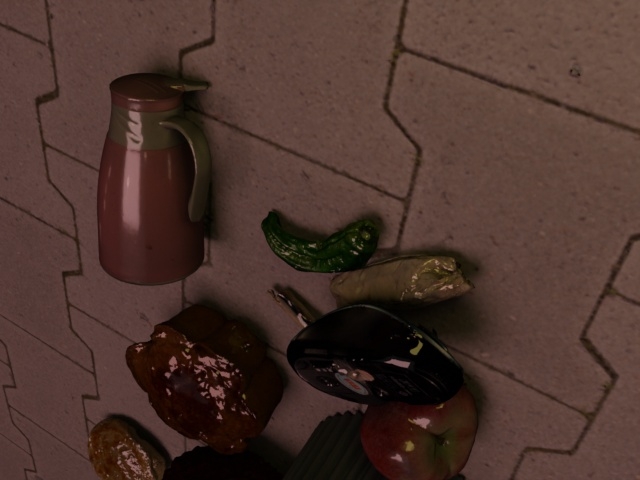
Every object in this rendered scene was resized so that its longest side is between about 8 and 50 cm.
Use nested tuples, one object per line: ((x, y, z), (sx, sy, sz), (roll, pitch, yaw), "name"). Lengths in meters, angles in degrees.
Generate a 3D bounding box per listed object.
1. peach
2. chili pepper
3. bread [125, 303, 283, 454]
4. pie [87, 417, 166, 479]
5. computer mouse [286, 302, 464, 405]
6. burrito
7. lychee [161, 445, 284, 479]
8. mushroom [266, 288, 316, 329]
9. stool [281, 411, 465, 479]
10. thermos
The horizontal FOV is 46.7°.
((0.118, 0.238, 0.961), (0.152, 0.152, 0.152), (20, 131, 25), "peach")
((0.000, 0.005, 0.938), (0.182, 0.050, 0.073), (4, 130, 38), "chili pepper")
((-0.171, 0.219, 1.159), (0.246, 0.135, 0.232), (50, 136, -4), "bread")
((-0.403, 0.451, 1.550), (0.194, 0.079, 0.163), (29, 124, 18), "pie")
((0.066, 0.135, 0.894), (0.233, 0.096, 0.137), (-7, 144, 41), "computer mouse")
((0.091, 0.058, 0.908), (0.058, 0.063, 0.229), (20, 157, -33), "burrito")
((-0.167, 0.489, 1.259), (0.304, 0.275, 0.275), (2, 125, 7), "lychee")
((-0.007, 0.137, 1.046), (0.060, 0.061, 0.187), (-39, 82, 33), "mushroom")
((0.026, 0.462, 1.050), (0.297, 0.330, 0.297), (20, 130, 25), "stool")
((-0.214, -0.081, 0.973), (0.176, 0.146, 0.265), (28, 128, 27), "thermos")
